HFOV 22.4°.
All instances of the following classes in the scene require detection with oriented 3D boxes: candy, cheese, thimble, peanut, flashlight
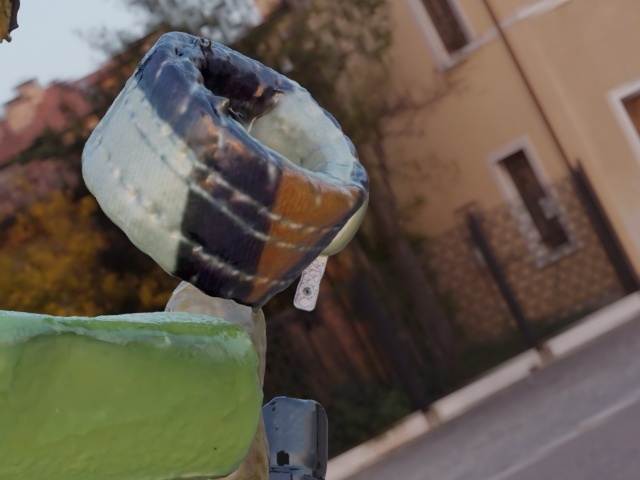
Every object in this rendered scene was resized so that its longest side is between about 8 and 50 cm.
[{"bbox_3d":[-0.204,0.119,1.248,0.344,0.142,0.132,6,13,-38],"label":"candy"},{"bbox_3d":[0.000,0.000,2.129,0.097,0.192,0.037,15,-15,-2],"label":"cheese"},{"bbox_3d":[-0.080,-0.065,1.390,0.150,0.237,0.237,-49,-11,20],"label":"thimble"},{"bbox_3d":[-0.110,0.168,1.652,0.120,0.298,0.136,1,-7,-2],"label":"peanut"},{"bbox_3d":[-0.039,0.380,1.812,0.103,0.424,0.103,0,-31,0],"label":"flashlight"}]

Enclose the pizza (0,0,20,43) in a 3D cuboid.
[{"bbox_3d":[-0.440,-0.315,1.730,0.409,0.277,0.114,-22,10,40],"label":"pizza"}]
